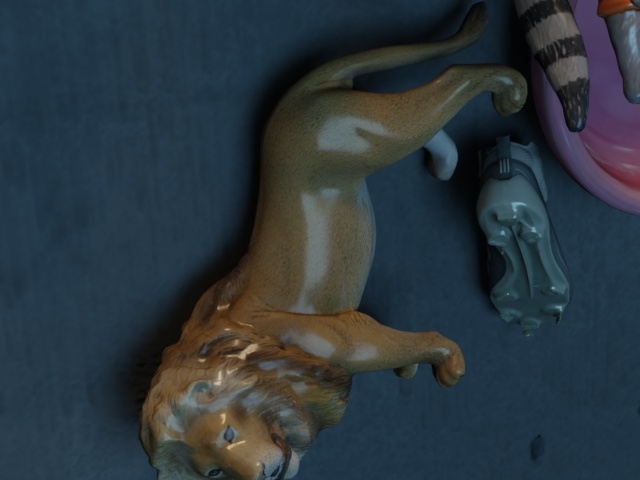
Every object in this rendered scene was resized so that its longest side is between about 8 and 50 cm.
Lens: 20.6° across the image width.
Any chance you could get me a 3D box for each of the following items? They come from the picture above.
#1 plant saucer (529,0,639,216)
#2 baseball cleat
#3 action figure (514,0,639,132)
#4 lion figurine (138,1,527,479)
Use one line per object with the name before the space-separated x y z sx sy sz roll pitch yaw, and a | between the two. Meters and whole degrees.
plant saucer | 0.296 -0.184 1.421 0.332 0.084 0.332 -14 119 -26
baseball cleat | 0.168 -0.011 1.429 0.072 0.109 0.206 -1 149 9
action figure | 0.122 -0.251 1.144 0.178 0.330 0.341 -42 161 9
lion figurine | 0.000 0.000 1.310 0.240 0.142 0.392 7 94 -26
